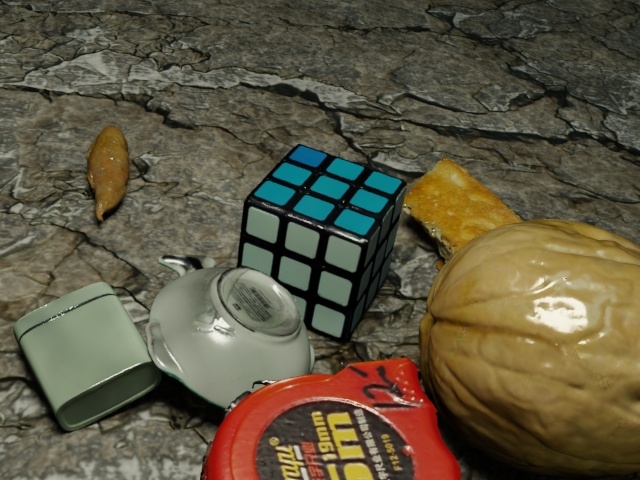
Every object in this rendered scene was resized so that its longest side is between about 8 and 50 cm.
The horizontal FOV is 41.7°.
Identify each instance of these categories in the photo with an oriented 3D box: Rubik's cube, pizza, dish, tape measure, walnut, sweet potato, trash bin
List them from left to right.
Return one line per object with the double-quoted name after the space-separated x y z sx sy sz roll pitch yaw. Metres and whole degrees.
-0.247 0.119 0.889 0.116 0.059 0.130 -27 51 -20 "trash bin"
-0.299 -0.094 1.178 0.068 0.060 0.206 -27 40 10 "sweet potato"
-0.090 0.081 0.927 0.224 0.078 0.246 3 42 -43 "dish"
0.000 0.000 1.052 0.162 0.163 0.160 19 36 14 "Rubik's cube"
0.013 0.232 0.787 0.260 0.114 0.253 -4 40 -16 "tape measure"
0.218 -0.007 1.199 0.182 0.074 0.365 -4 40 -24 "pizza"
0.262 0.119 0.882 0.312 0.277 0.252 15 56 -3 "walnut"

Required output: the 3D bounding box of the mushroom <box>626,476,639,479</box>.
0.306 0.322 0.757 0.292 0.212 0.217 -21 3 -22 "mushroom"
